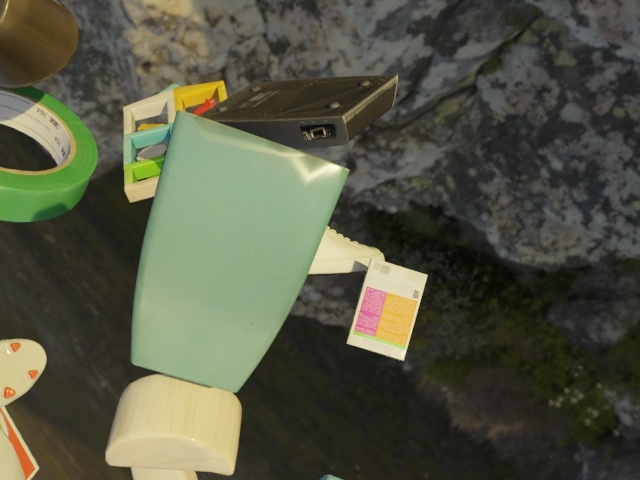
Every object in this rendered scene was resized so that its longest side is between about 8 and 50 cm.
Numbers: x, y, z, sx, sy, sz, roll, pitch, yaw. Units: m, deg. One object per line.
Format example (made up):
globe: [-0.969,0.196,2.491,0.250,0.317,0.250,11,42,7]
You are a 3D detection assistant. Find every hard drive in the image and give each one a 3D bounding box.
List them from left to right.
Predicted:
hard drive: [-0.034,-0.178,1.130,0.254,0.172,0.054,4,121,34]

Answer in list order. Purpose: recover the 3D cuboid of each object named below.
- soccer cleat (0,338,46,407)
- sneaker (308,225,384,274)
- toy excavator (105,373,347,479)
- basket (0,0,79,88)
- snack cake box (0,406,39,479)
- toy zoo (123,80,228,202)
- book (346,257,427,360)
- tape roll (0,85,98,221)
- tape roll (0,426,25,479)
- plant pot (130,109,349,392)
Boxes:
soccer cleat: [-0.381,0.166,0.849,0.068,0.196,0.076,59,150,-7]
sneaker: [0.000,0.000,1.388,0.106,0.290,0.123,-10,81,47]
toy excavator: [-0.082,0.366,0.968,0.445,0.222,0.433,22,130,-18]
basket: [-0.486,-0.324,1.193,0.227,0.204,0.154,157,103,-88]
snack cake box: [-0.562,0.306,1.251,0.089,0.152,0.264,-9,115,21]
toy zoo: [-0.248,-0.192,1.417,0.293,0.192,0.030,-104,0,-46]
book: [0.106,0.111,1.312,0.096,0.144,0.035,18,171,-1]
tape roll: [-0.559,-0.168,1.427,0.321,0.321,0.077,44,124,14]
tape roll: [-0.407,0.253,0.698,0.286,0.286,0.100,57,-179,-8]
plant pot: [-0.099,0.017,0.803,0.165,0.234,0.165,18,178,-12]
